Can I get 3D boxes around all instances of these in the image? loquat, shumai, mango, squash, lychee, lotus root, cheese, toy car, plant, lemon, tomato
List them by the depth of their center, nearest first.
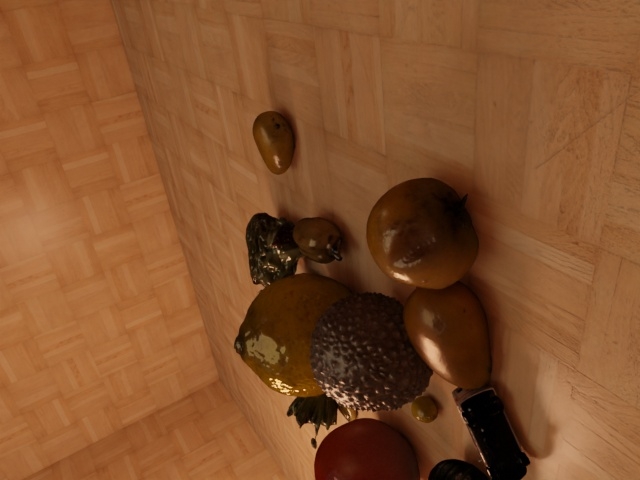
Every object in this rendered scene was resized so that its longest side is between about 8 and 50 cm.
[{"bbox_3d":[0.187,-0.011,0.983,0.213,0.213,0.213,45,148,39],"label":"loquat"},{"bbox_3d":[0.256,0.188,1.083,0.175,0.139,0.254,26,140,54],"label":"mango"},{"bbox_3d":[0.354,0.402,1.123,0.108,0.089,0.209,172,72,-86],"label":"toy car"},{"bbox_3d":[0.117,0.267,1.248,0.300,0.300,0.300,45,148,39],"label":"lychee"},{"bbox_3d":[0.338,0.612,1.272,0.193,0.156,0.193,53,177,5],"label":"squash"},{"bbox_3d":[0.265,0.434,1.368,0.092,0.065,0.065,11,121,68],"label":"lemon"},{"bbox_3d":[0.000,0.000,1.471,0.125,0.118,0.221,43,167,-32],"label":"lotus root"},{"bbox_3d":[-0.052,0.266,1.505,0.350,0.387,0.349,-178,90,-69],"label":"lemon"},{"bbox_3d":[-0.131,-0.276,1.525,0.137,0.098,0.195,45,155,35],"label":"mango"},{"bbox_3d":[0.147,0.688,1.577,0.321,0.321,0.321,45,148,39],"label":"tomato"},{"bbox_3d":[-0.126,0.019,1.721,0.218,0.189,0.255,-22,75,48],"label":"shumai"},{"bbox_3d":[0.098,0.572,1.861,0.086,0.036,0.162,47,149,35],"label":"cheese"},{"bbox_3d":[0.028,0.535,1.917,0.180,0.333,0.251,30,-168,7],"label":"plant"}]

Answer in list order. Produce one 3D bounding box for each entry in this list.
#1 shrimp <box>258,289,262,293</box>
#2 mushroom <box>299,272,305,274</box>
[{"bbox_3d":[-0.129,0.391,2.120,0.272,0.085,0.445,-24,92,60],"label":"shrimp"},{"bbox_3d":[-0.095,0.229,1.734,0.148,0.217,0.227,38,143,46],"label":"mushroom"}]
